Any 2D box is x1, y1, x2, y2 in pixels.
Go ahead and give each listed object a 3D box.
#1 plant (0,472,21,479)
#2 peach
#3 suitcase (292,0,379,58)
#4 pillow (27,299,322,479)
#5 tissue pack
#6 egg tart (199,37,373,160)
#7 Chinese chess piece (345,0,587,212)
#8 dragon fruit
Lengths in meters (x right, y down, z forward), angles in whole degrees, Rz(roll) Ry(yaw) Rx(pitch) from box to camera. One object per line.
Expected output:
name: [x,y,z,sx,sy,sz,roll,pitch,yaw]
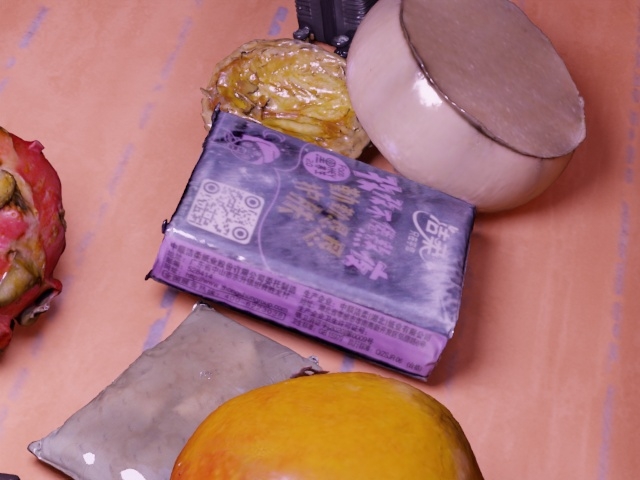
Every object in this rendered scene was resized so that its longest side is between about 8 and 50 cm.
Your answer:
plant: [-0.277,0.305,1.394,0.275,0.149,0.146,6,64,-8]
peach: [0.015,0.287,1.363,0.290,0.372,0.372,-24,41,23]
suitcase: [0.069,-0.413,2.129,0.128,0.202,0.312,14,40,28]
pillow: [-0.150,0.183,1.589,0.185,0.074,0.302,28,46,23]
tissue pack: [0.000,0.000,1.753,0.361,0.122,0.259,20,42,-4]
egg tart: [-0.038,-0.168,1.948,0.252,0.098,0.231,2,53,-8]
Chinese chess piece: [0.195,-0.199,1.934,0.338,0.140,0.338,24,43,-25]
dragon fruit: [-0.416,0.003,1.570,0.250,0.269,0.291,19,41,17]
